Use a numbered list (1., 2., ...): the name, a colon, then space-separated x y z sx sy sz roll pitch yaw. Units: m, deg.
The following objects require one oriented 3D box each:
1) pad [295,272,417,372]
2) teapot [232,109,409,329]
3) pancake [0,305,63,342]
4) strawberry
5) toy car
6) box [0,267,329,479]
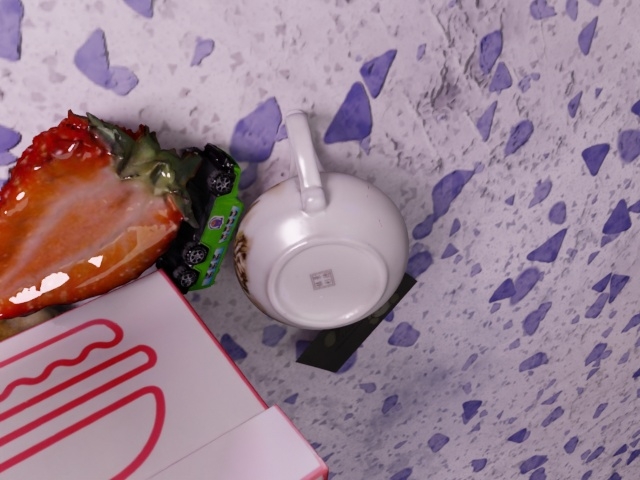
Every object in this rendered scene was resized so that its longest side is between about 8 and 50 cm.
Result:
1. pad: 0.055 0.113 0.904 0.190 0.004 0.127 -49 147 6
2. teapot: 0.000 0.000 0.736 0.204 0.139 0.298 -5 127 -1
3. pancake: -0.416 0.173 0.649 0.356 0.065 0.356 -17 124 -27
4. strawberry: -0.231 -0.017 0.620 0.174 0.098 0.228 27 107 -38
5. toy car: -0.129 -0.023 0.692 0.062 0.071 0.165 2 119 -47
6. box: -0.203 0.270 0.628 0.312 0.300 0.314 -27 141 -27
